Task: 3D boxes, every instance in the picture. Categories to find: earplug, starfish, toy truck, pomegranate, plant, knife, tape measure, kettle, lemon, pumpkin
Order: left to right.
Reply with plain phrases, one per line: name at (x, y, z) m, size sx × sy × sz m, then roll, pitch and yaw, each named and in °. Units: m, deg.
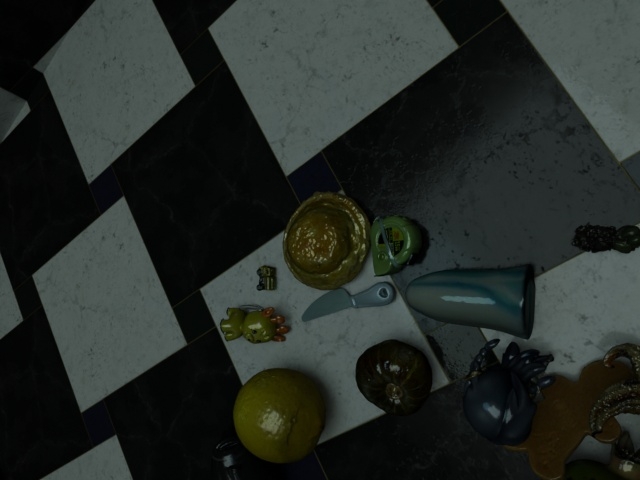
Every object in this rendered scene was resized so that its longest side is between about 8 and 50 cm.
kettle at (-0.249, 0.730, 1.550) m, size 0.207 × 0.268 × 0.290 m, roll -20°, pitch 98°, yaw -10°
toy truck at (-0.176, 0.123, 1.629) m, size 0.054 × 0.049 × 0.083 m, roll 0°, pitch 90°, yaw 25°
lemon at (-0.120, 0.516, 1.472) m, size 0.293 × 0.293 × 0.293 m, roll -1°, pitch 88°, yaw 26°
knife at (0.072, 0.183, 1.515) m, size 0.331 × 0.044 × 0.080 m, roll -16°, pitch 82°, yaw 28°
pumpkin at (0.206, 0.369, 1.379) m, size 0.219 × 0.162 × 0.218 m, roll 10°, pitch 118°, yaw 18°
tape measure at (0.214, 0.005, 1.417) m, size 0.154 × 0.087 × 0.177 m, roll -14°, pitch 81°, yaw 37°
earplug at (0.376, 0.147, 1.294) m, size 0.324 × 0.185 × 0.184 m, roll 1°, pitch 89°, yaw 31°
plant at (0.699, -0.004, 1.190) m, size 0.174 × 0.085 × 0.087 m, roll -1°, pitch 112°, yaw 21°
pomegranate at (0.643, 0.595, 1.083) m, size 0.291 × 0.291 × 0.323 m, roll 24°, pitch 108°, yaw 25°
starfish at (0.738, 0.361, 1.051) m, size 0.312 × 0.113 × 0.303 m, roll 12°, pitch 58°, yaw 16°

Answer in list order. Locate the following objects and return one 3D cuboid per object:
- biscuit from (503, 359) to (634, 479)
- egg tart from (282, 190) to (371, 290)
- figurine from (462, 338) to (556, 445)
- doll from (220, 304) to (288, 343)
biscuit at (0.601, 0.415, 1.176) m, size 0.340 × 0.047 × 0.216 m, roll -42°, pitch 31°, yaw -5°
egg tart at (0.000, 0.000, 1.503) m, size 0.319 × 0.128 × 0.318 m, roll -2°, pitch 87°, yaw 28°
figurine at (0.453, 0.359, 1.201) m, size 0.197 × 0.265 × 0.175 m, roll 8°, pitch 127°, yaw 23°
doll at (-0.210, 0.277, 1.613) m, size 0.221 × 0.135 × 0.142 m, roll -6°, pitch 118°, yaw 20°
